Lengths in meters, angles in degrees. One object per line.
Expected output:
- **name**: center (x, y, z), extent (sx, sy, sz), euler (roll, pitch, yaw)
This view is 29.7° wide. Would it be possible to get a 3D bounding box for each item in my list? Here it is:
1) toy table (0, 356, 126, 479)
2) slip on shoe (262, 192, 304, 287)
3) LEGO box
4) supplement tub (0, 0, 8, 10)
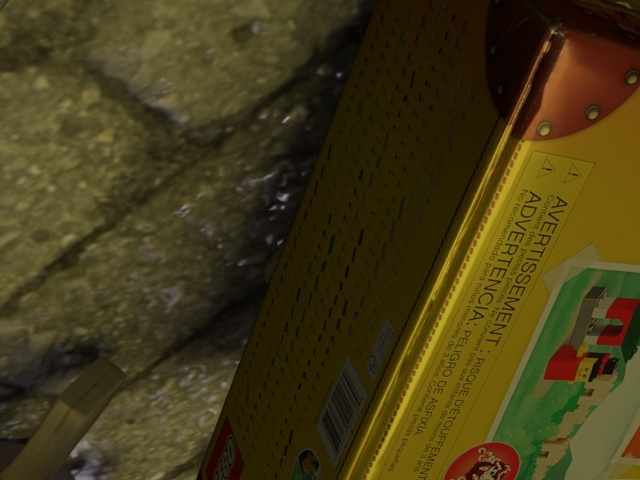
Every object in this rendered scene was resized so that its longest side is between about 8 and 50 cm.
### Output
- **toy table**: center (-0.236, 0.201, 0.851), extent (0.252, 0.274, 0.161), euler (29, 121, -7)
- **slip on shoe**: center (0.000, 0.000, 0.895), extent (0.051, 0.041, 0.135), euler (5, 135, -37)
- **LEGO box**: center (0.164, 0.078, 0.814), extent (0.372, 0.193, 0.500), euler (9, 118, -26)
- **supplement tub**: center (-0.247, -0.106, 0.416), extent (0.325, 0.235, 0.235), euler (-41, 143, 26)
